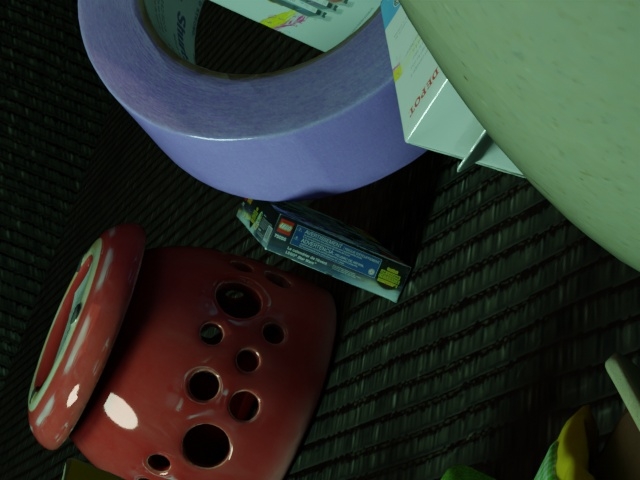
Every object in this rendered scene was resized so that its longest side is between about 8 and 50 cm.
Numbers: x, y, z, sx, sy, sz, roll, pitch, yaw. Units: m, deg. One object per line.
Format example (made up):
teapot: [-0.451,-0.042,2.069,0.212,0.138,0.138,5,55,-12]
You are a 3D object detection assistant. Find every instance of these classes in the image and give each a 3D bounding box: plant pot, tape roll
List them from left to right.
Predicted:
plant pot: [-0.104,0.092,1.409,0.191,0.174,0.191,-158,90,-79]
tape roll: [-0.015,-0.166,1.295,0.090,0.274,0.275,49,-124,-58]

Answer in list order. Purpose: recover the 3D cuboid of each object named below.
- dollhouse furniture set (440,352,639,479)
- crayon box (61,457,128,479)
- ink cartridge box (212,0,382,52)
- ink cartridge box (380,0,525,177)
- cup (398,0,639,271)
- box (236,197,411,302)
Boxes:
dollhouse furniture set: [0.057,0.160,0.702,0.198,0.151,0.301,-63,14,16]
crayon box: [-0.075,0.282,0.901,0.083,0.203,0.323,-52,19,48]
ink cartridge box: [0.008,-0.231,1.497,0.127,0.176,0.128,-43,27,60]
ink cartridge box: [0.098,-0.107,1.091,0.143,0.090,0.092,-97,30,-44]
cup: [0.151,-0.108,0.553,0.237,0.331,0.331,87,-167,-54]
box: [0.000,0.000,1.320,0.027,0.094,0.137,-66,14,5]
